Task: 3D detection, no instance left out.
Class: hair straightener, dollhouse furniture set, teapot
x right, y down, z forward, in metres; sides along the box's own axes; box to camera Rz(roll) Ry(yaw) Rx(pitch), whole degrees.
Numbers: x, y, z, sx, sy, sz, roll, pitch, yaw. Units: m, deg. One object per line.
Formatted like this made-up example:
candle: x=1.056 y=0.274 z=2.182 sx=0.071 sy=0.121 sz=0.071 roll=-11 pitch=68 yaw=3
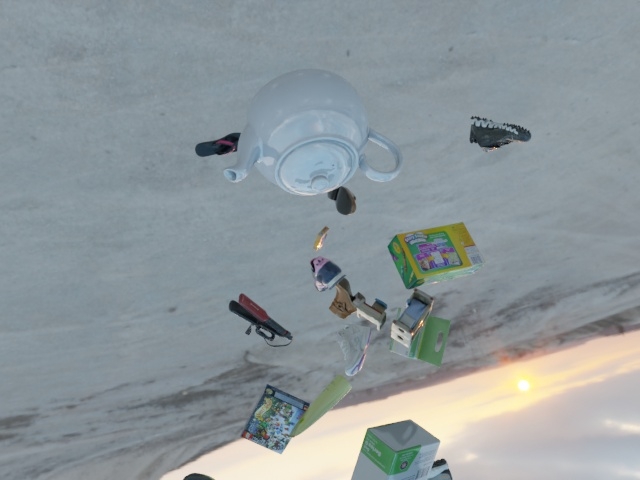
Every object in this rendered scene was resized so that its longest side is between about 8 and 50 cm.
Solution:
hair straightener: x=-0.165 y=0.231 z=1.346 sx=0.089 sy=0.047 sz=0.230 roll=-33 pitch=126 yaw=27
dollhouse furniture set: x=0.218 y=0.198 z=1.439 sx=0.129 sy=0.183 sz=0.129 roll=-52 pitch=158 yaw=-22
teapot: x=-0.011 y=-0.169 z=0.896 sx=0.255 sy=0.187 sz=0.252 roll=-28 pitch=146 yaw=18

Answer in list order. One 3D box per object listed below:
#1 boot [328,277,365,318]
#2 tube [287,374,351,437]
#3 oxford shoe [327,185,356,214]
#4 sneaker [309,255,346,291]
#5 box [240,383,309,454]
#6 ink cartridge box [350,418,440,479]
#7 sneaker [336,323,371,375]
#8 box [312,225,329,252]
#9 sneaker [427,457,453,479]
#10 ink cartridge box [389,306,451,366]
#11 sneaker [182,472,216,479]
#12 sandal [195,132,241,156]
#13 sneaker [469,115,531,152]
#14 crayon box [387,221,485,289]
boot: x=0.082 y=0.250 z=2.136 sx=0.152 sy=0.197 sz=0.073 roll=-46 pitch=-179 yaw=31
tube: x=-0.006 y=0.510 z=1.483 sx=0.240 sy=0.062 sz=0.070 roll=-40 pitch=132 yaw=-25
oxford shoe: x=0.086 y=-0.134 z=1.565 sx=0.075 sy=0.212 sz=0.076 roll=14 pitch=111 yaw=-19
sneaker: x=0.011 y=0.120 z=1.905 sx=0.112 sy=0.131 sz=0.319 roll=-42 pitch=180 yaw=-14
box: x=-0.155 y=0.605 z=1.641 sx=0.159 sy=0.044 sz=0.233 roll=25 pitch=117 yaw=-4
ink cartridge box: x=0.190 y=0.669 z=1.359 sx=0.211 sy=0.290 sz=0.121 roll=11 pitch=-171 yaw=-44
sneaker: x=0.130 y=0.481 z=2.165 sx=0.152 sy=0.305 sz=0.114 roll=18 pitch=119 yaw=6
box: x=0.000 y=0.000 z=2.468 sx=0.081 sy=0.028 sz=0.136 roll=-47 pitch=162 yaw=-43
sneaker: x=0.423 y=1.004 z=2.027 sx=0.271 sy=0.108 sz=0.100 roll=-32 pitch=166 yaw=26
ink cartridge box: x=0.354 y=0.345 z=1.767 sx=0.056 sy=0.171 sz=0.235 roll=18 pitch=173 yaw=-26
sneaker: x=-0.383 y=0.871 z=1.635 sx=0.299 sy=0.111 sz=0.121 roll=15 pitch=153 yaw=43
sandal: x=-0.327 y=-0.309 z=1.621 sx=0.179 sy=0.040 sz=0.067 roll=-16 pitch=130 yaw=-3
sneaker: x=0.575 y=-0.332 z=1.584 sx=0.078 sy=0.106 sz=0.234 roll=-4 pitch=-156 yaw=-34
crayon box: x=0.379 y=0.046 z=1.601 sx=0.278 sy=0.166 sz=0.081 roll=-10 pitch=152 yaw=-22
